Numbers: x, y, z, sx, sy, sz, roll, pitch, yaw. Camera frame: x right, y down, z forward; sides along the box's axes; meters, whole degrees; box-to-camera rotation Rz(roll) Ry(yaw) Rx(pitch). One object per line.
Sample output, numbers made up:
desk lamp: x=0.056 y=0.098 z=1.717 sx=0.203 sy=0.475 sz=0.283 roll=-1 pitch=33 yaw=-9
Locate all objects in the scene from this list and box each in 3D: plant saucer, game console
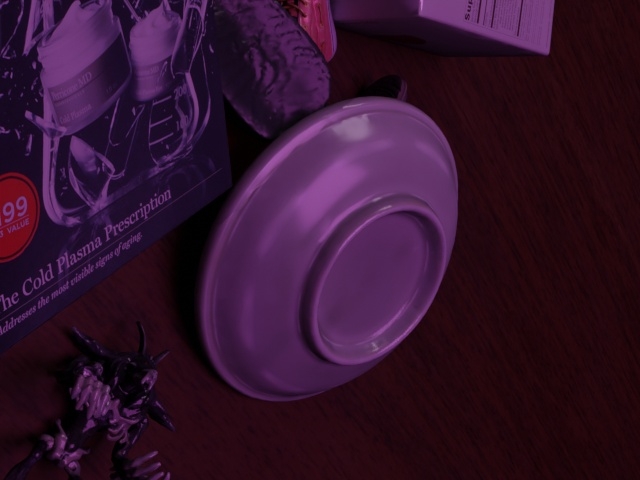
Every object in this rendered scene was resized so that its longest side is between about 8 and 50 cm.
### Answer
plant saucer: x=0.040 y=0.033 z=1.407 sx=0.400 sy=0.100 sz=0.400 roll=-23 pitch=130 yaw=-32
game console: x=-0.085 y=-0.155 z=1.399 sx=0.124 sy=0.085 sz=0.144 roll=-85 pitch=152 yaw=-50

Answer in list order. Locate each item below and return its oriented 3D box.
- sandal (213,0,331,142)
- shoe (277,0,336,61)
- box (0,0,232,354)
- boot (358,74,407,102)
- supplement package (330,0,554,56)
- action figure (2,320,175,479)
sandal: x=-0.131 y=-0.271 z=1.220 sx=0.446 sy=0.107 sz=0.167 roll=39 pitch=71 yaw=-32
shoe: x=-0.027 y=-0.276 z=1.397 sx=0.081 sy=0.063 sz=0.178 roll=-60 pitch=142 yaw=-53
box: x=-0.248 y=-0.128 z=0.976 sx=0.343 sy=0.179 sz=0.312 roll=-42 pitch=135 yaw=-48
boot: x=0.108 y=-0.091 z=1.582 sx=0.208 sy=0.076 sz=0.189 roll=33 pitch=84 yaw=-39
supplement package: x=0.150 y=-0.340 z=1.517 sx=0.293 sy=0.177 sz=0.175 roll=4 pitch=93 yaw=-49
action figure: x=-0.224 y=0.197 z=1.195 sx=0.164 sy=0.141 sz=0.275 roll=51 pitch=59 yaw=-26
